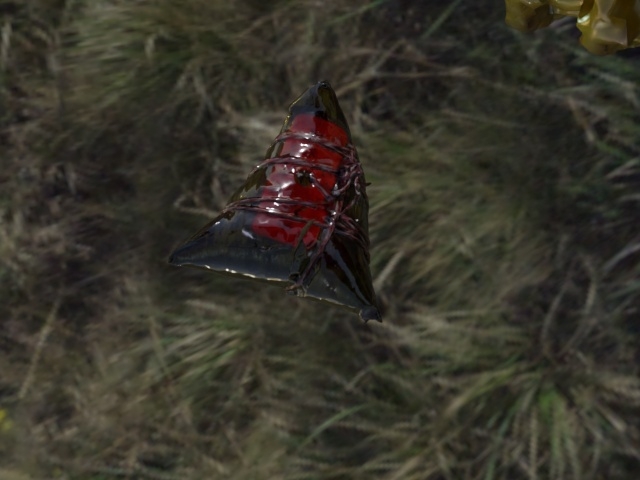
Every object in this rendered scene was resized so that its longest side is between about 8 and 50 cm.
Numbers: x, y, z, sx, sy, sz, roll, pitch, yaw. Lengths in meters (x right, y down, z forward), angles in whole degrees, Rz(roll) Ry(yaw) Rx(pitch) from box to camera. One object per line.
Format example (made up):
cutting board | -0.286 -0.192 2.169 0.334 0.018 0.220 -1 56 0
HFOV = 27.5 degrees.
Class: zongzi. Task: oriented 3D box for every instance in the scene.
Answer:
zongzi | 0.000 0.000 0.466 0.073 0.083 0.067 32 151 18

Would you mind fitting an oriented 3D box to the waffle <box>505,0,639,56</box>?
waffle | 0.068 -0.118 0.306 0.197 0.070 0.193 41 166 -14
